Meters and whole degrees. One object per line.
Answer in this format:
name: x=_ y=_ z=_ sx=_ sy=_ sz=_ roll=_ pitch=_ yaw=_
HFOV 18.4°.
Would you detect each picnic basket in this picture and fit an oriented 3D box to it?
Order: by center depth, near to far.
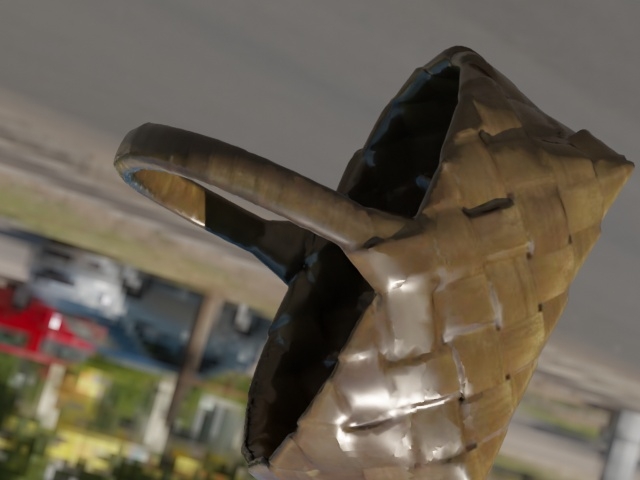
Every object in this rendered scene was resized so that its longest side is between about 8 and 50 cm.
picnic basket: x=0.000 y=0.000 z=1.376 sx=0.337 sy=0.337 sz=0.293 roll=17 pitch=175 yaw=-13
